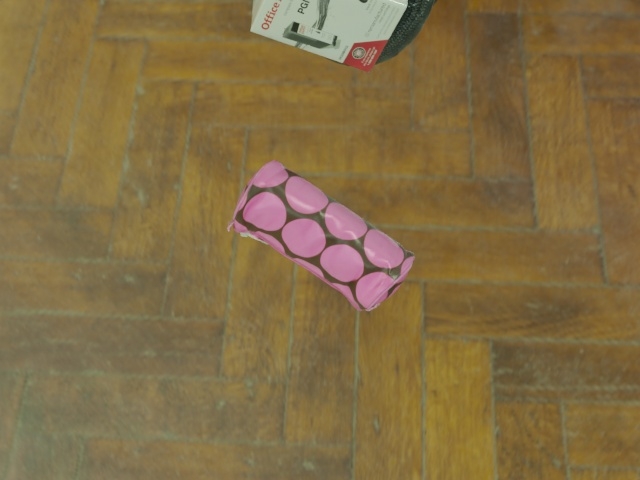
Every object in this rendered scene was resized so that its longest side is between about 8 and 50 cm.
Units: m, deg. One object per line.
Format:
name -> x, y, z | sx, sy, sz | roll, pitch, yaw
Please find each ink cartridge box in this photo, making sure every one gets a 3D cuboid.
ink cartridge box -> 0.007, -0.239, 1.105 | 0.135, 0.099, 0.056 | 16, 48, -14

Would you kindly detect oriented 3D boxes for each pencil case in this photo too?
pencil case -> 0.000, 0.000, 1.252 | 0.209, 0.095, 0.098 | 33, 92, -1

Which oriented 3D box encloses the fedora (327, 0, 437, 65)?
fedora -> 0.070, -0.416, 1.557 | 0.334, 0.334, 0.152 | 42, 37, 25
